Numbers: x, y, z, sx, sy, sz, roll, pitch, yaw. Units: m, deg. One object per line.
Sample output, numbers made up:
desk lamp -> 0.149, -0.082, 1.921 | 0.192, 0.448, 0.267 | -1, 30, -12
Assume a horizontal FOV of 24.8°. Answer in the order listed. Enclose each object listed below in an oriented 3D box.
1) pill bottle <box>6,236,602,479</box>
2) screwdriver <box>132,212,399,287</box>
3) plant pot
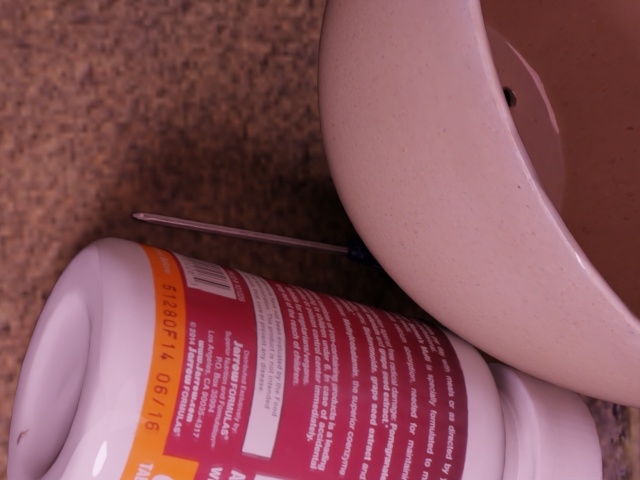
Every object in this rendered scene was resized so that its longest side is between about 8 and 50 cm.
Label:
pill bottle -> -0.004, 0.082, 0.587 | 0.221, 0.121, 0.121 | 16, 84, -24
screwdriver -> 0.000, 0.000, 0.643 | 0.170, 0.024, 0.025 | 15, 114, -23
plant pot -> 0.108, -0.061, 0.586 | 0.284, 0.191, 0.284 | 9, 74, -33
